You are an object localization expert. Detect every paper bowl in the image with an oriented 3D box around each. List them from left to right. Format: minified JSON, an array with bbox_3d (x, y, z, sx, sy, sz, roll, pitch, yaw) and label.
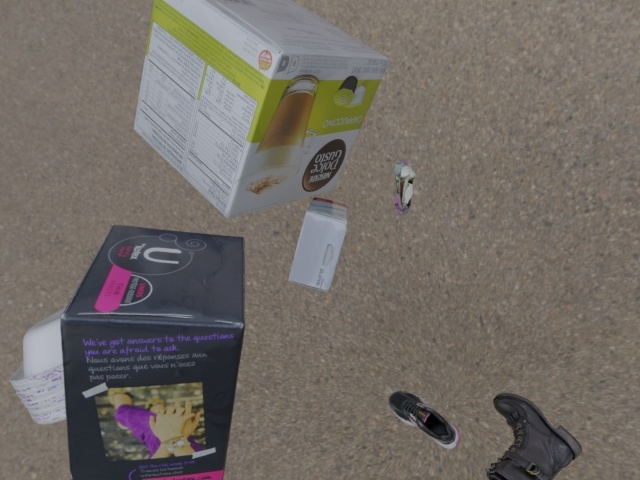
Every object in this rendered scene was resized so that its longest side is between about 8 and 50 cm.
[{"bbox_3d":[-0.398,0.179,0.851,0.283,0.284,0.148,-22,100,7],"label":"paper bowl"}]

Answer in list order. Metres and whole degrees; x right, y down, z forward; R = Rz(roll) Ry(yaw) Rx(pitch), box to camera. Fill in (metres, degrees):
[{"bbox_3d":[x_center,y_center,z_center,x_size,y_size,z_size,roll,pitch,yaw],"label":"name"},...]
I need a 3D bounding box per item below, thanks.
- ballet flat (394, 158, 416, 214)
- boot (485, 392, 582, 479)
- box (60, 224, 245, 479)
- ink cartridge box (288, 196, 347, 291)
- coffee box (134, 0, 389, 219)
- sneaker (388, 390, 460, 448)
[{"bbox_3d":[0.313,-0.203,1.737,0.076,0.079,0.222,11,73,-19],"label":"ballet flat"},{"bbox_3d":[0.495,0.522,1.199,0.228,0.091,0.262,-26,34,-27],"label":"boot"},{"bbox_3d":[-0.162,0.142,0.487,0.143,0.165,0.271,6,116,-13],"label":"box"},{"bbox_3d":[0.000,0.000,0.851,0.072,0.175,0.128,15,102,0],"label":"ink cartridge box"},{"bbox_3d":[-0.129,-0.297,0.987,0.338,0.337,0.335,41,126,23],"label":"coffee box"},{"bbox_3d":[0.235,0.399,1.090,0.178,0.077,0.072,23,70,32],"label":"sneaker"}]
